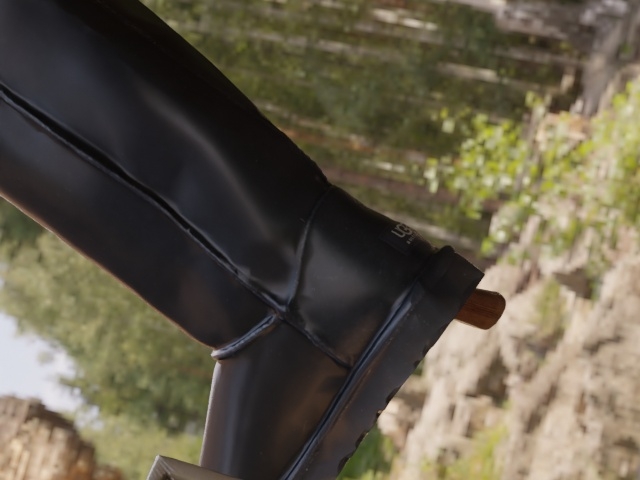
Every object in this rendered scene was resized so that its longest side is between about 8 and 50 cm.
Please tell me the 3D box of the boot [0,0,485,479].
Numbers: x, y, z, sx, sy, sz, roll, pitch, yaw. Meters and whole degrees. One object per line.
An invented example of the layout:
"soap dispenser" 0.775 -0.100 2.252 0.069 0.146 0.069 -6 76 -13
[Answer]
"boot" -0.146 0.028 1.153 0.367 0.445 0.146 -56 -6 21

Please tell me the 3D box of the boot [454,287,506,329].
"boot" 0.000 0.000 1.353 0.264 0.280 0.096 19 96 57

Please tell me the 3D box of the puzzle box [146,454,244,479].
"puzzle box" -0.007 0.285 0.568 0.409 0.272 0.052 -71 -5 -47
